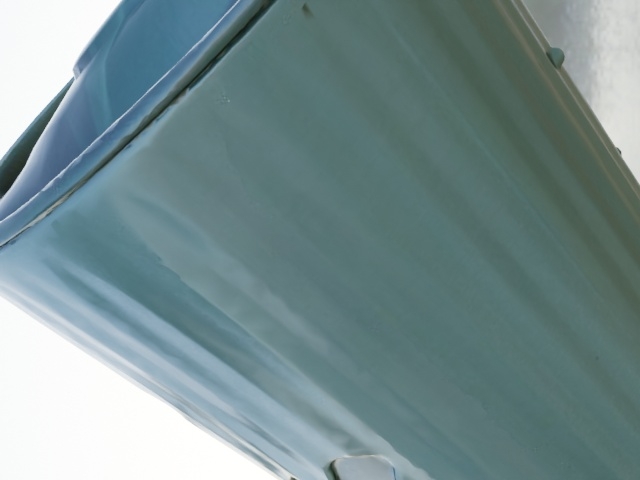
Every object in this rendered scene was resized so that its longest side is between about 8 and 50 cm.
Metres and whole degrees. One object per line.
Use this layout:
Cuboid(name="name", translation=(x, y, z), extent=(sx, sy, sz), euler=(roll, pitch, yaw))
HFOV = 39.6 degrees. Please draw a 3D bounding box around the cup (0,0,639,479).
Cuboid(name="cup", translation=(0.019, -0.016, 0.559), extent=(0.392, 0.310, 0.401), euler=(45, -174, -23))
